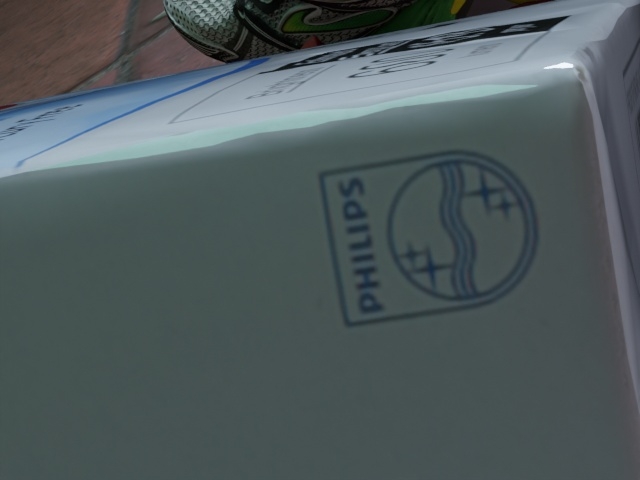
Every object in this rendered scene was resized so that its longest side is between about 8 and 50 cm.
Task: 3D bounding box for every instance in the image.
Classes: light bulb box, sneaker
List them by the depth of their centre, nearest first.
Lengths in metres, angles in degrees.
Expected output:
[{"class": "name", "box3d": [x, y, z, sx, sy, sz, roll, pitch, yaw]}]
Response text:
[{"class": "light bulb box", "box3d": [-0.074, 0.074, 0.527, 0.361, 0.225, 0.358, -9, 7, 12]}, {"class": "sneaker", "box3d": [0.013, -0.159, 0.893, 0.146, 0.134, 0.343, 1, -9, -33]}]

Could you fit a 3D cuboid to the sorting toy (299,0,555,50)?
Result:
[{"class": "sorting toy", "box3d": [0.034, 0.010, 0.815, 0.257, 0.089, 0.255, -6, 55, 39]}]

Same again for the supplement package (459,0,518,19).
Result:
[{"class": "supplement package", "box3d": [0.106, -0.164, 1.099, 0.177, 0.175, 0.293, -46, 24, -26]}]
